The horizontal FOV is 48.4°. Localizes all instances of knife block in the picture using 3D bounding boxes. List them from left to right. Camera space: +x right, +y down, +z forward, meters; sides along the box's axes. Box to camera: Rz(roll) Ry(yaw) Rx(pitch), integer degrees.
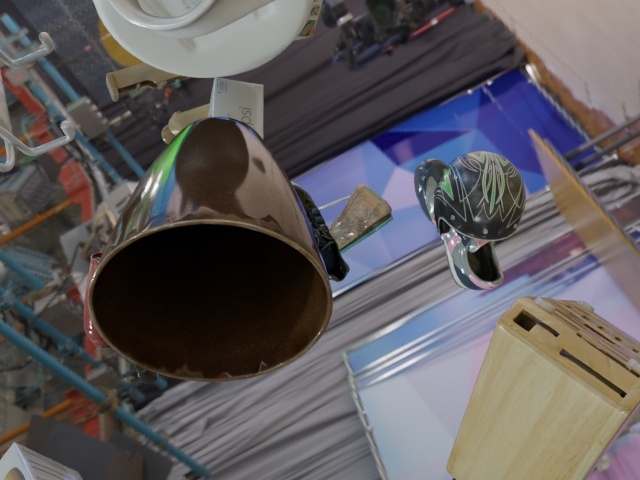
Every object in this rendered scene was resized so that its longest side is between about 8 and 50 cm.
[{"bbox_3d":[0.151,0.164,0.533,0.088,0.242,0.276,36,-168,27],"label":"knife block"}]

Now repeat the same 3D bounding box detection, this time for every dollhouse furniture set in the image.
[{"bbox_3d":[-0.298,-0.225,1.393,0.212,0.161,0.242,-166,56,-73],"label":"dollhouse furniture set"}]

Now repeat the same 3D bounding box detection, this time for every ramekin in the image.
[{"bbox_3d":[-0.135,-0.319,0.821,0.277,0.277,0.135,53,-156,-54],"label":"ramekin"}]

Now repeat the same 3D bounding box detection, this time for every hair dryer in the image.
[{"bbox_3d":[-0.361,0.130,1.416,0.293,0.223,0.080,50,170,-36],"label":"hair dryer"}]

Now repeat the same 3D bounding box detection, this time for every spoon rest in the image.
[{"bbox_3d":[-0.070,-0.247,0.650,0.137,0.276,0.084,-8,-92,-71],"label":"spoon rest"}]

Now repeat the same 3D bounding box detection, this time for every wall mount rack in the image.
[{"bbox_3d":[-0.503,-0.295,1.084,0.304,0.130,0.350,62,-174,-66],"label":"wall mount rack"}]

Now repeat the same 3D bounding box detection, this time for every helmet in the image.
[{"bbox_3d":[0.274,-0.071,1.229,0.169,0.169,0.161,62,169,12],"label":"helmet"}]

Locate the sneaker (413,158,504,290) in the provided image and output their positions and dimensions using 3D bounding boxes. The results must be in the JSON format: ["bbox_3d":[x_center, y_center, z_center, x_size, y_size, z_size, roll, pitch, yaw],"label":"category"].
[{"bbox_3d":[0.313,-0.037,1.550,0.319,0.112,0.131,62,162,-12],"label":"sneaker"}]

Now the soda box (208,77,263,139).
[{"bbox_3d":[-0.114,-0.108,0.928,0.074,0.069,0.216,115,157,-54],"label":"soda box"}]

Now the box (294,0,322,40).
[{"bbox_3d":[-0.074,-0.477,1.506,0.036,0.114,0.207,35,-143,21],"label":"box"}]

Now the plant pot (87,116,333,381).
[{"bbox_3d":[-0.105,-0.015,0.716,0.215,0.215,0.230,56,-162,-40],"label":"plant pot"}]

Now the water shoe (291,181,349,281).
[{"bbox_3d":[-0.010,-0.016,1.206,0.080,0.073,0.203,23,151,55],"label":"water shoe"}]

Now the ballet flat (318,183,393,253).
[{"bbox_3d":[0.000,0.000,1.364,0.106,0.316,0.107,52,-155,1],"label":"ballet flat"}]

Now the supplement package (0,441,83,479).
[{"bbox_3d":[-0.416,0.434,1.057,0.244,0.139,0.134,22,162,51],"label":"supplement package"}]
